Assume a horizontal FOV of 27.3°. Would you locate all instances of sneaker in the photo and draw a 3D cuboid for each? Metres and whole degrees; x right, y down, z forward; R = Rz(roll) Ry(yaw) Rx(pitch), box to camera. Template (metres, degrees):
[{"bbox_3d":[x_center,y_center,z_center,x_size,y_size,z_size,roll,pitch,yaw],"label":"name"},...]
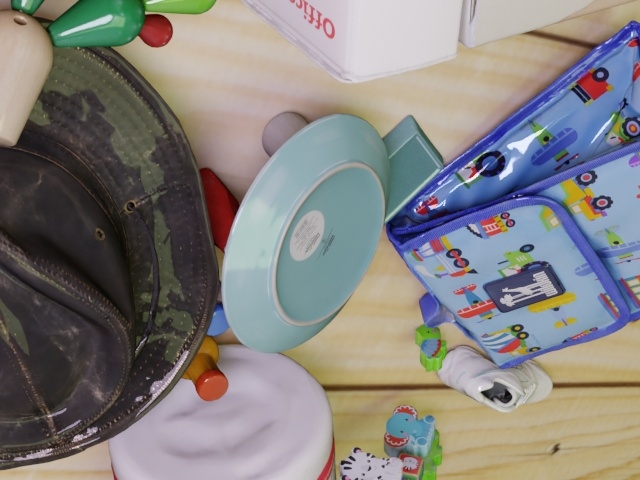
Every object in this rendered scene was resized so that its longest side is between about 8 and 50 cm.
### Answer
[{"bbox_3d":[0.180,0.146,1.289,0.152,0.061,0.053,13,111,-42],"label":"sneaker"}]

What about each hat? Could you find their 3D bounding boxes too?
[{"bbox_3d":[-0.203,0.035,0.817,0.331,0.134,0.331,-7,116,-14],"label":"hat"}]

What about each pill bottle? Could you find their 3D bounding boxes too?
[{"bbox_3d":[-0.072,0.257,1.108,0.176,0.176,0.318,-21,131,-22],"label":"pill bottle"}]

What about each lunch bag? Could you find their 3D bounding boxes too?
[{"bbox_3d":[0.209,-0.012,1.155,0.293,0.138,0.221,-31,135,15],"label":"lunch bag"}]

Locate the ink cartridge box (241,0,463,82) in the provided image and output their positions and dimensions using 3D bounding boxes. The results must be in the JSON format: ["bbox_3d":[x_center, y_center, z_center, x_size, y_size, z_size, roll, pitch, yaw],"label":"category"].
[{"bbox_3d":[0.019,-0.230,0.822,0.092,0.158,0.217,-16,130,-27],"label":"ink cartridge box"}]

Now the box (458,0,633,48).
[{"bbox_3d":[0.198,-0.253,0.945,0.311,0.148,0.121,-18,131,-22],"label":"box"}]

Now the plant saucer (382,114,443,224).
[{"bbox_3d":[0.022,-0.017,1.085,0.192,0.018,0.067,-44,136,-1],"label":"plant saucer"}]

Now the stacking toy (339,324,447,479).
[{"bbox_3d":[0.068,0.202,1.192,0.221,0.052,0.167,-63,158,-47],"label":"stacking toy"}]

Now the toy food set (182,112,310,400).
[{"bbox_3d":[-0.041,0.003,0.985,0.232,0.104,0.111,-40,133,-1],"label":"toy food set"}]

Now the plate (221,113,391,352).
[{"bbox_3d":[0.000,0.000,0.960,0.188,0.024,0.188,-34,137,-38],"label":"plate"}]

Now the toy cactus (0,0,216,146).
[{"bbox_3d":[-0.175,-0.145,0.761,0.219,0.112,0.180,19,80,-29],"label":"toy cactus"}]
